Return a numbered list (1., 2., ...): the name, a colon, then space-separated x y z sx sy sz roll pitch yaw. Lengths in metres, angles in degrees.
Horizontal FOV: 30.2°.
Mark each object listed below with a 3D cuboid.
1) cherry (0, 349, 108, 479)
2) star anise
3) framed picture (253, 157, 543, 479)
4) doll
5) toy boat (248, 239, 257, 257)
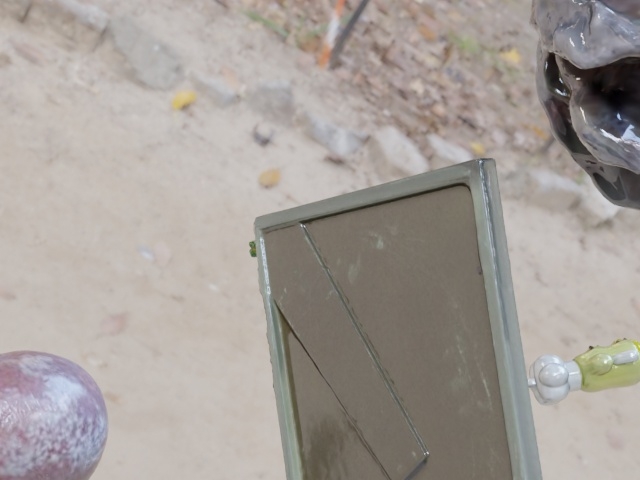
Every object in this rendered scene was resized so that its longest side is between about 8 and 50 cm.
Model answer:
1. cherry: -0.393 0.249 1.542 0.285 0.236 0.213 18 33 -52
2. star anise: 0.184 -0.176 0.762 0.139 0.316 0.359 4 24 15
3. framed picture: 0.045 0.111 0.733 0.016 0.213 0.289 -5 84 -42
4. doll: 0.331 0.161 1.464 0.162 0.106 0.062 -13 69 -7
5. toy boat: 0.000 0.000 1.796 0.229 0.088 0.089 -5 79 -38
